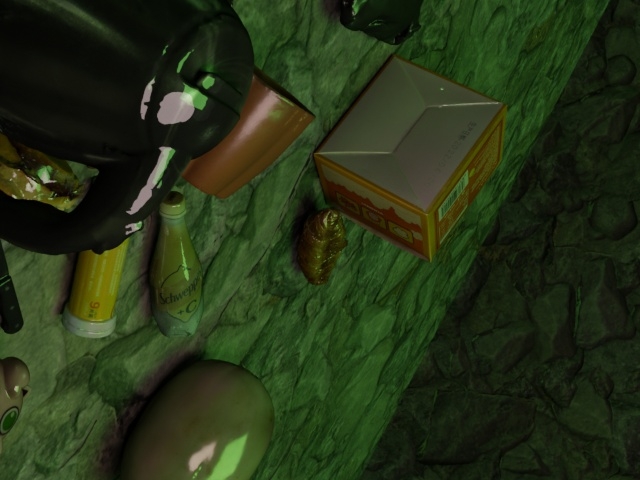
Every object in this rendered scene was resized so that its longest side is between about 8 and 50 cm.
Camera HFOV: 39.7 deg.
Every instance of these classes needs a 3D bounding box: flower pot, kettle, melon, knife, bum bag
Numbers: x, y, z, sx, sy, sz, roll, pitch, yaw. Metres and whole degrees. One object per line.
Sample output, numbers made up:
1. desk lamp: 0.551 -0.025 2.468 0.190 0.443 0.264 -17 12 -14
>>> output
1. flower pot: -0.133 -0.161 1.201 0.173 0.190 0.191 -49 159 9
2. kettle: -0.226 -0.149 0.798 0.320 0.324 0.228 -61 157 0
3. melon: -0.213 0.353 1.555 0.317 0.223 0.223 -56 157 -18
4. knife: -0.403 0.036 1.053 0.072 0.019 0.245 -39 146 -34
5. bum bag: 0.106 -0.414 1.513 0.142 0.080 0.326 -59 162 16

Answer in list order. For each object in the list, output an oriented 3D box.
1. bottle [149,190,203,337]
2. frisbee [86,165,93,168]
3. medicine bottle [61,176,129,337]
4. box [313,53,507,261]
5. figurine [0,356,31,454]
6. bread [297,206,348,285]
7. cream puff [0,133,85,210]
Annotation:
1. bottle: -0.221 0.038 1.347 0.083 0.083 0.269 -42 149 -38
2. frisbee: -0.208 -0.192 1.044 0.250 0.021 0.251 -61 -174 11
3. medicine bottle: -0.294 0.022 1.192 0.074 0.074 0.218 -22 135 -56
4. box: 0.180 -0.159 1.726 0.283 0.260 0.213 -52 155 -19
5. figurine: -0.416 0.192 1.070 0.125 0.125 0.138 95 20 -44
6. bread: 0.000 0.000 1.773 0.105 0.076 0.233 -32 153 -28
7. cream puff: -0.325 -0.076 0.957 0.104 0.119 0.133 -38 144 1
